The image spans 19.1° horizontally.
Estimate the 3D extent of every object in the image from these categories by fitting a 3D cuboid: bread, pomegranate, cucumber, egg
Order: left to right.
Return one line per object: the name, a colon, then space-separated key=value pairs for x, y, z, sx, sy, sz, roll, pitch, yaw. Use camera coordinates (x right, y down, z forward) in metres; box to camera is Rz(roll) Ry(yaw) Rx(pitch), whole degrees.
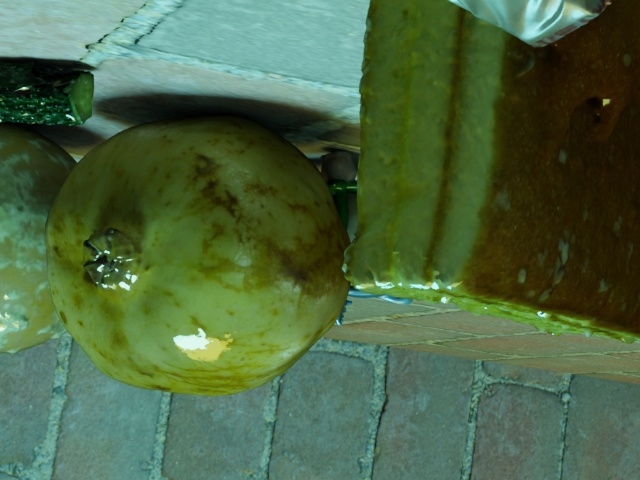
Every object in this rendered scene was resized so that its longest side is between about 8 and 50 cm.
cucumber: x=-0.279 y=-0.110 z=1.399 sx=0.256 sy=0.043 sz=0.044 roll=4 pitch=167 yaw=28
egg: x=-0.281 y=-0.006 z=1.621 sx=0.203 sy=0.203 sz=0.245 roll=6 pitch=162 yaw=10
pomegranate: x=-0.097 y=0.011 z=1.472 sx=0.248 sy=0.248 sz=0.248 roll=7 pitch=173 yaw=1
bread: x=0.118 y=-0.049 z=0.951 sx=0.110 sy=0.184 sz=0.234 roll=6 pitch=175 yaw=34

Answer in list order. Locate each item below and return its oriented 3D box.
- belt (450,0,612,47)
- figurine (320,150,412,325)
belt: x=0.042 y=-0.133 z=0.795 sx=0.232 sy=0.071 sz=0.053 roll=9 pitch=165 yaw=-20
figurine: x=0.000 y=-0.005 z=1.603 sx=0.178 sy=0.114 sz=0.144 roll=4 pitch=156 yaw=6
